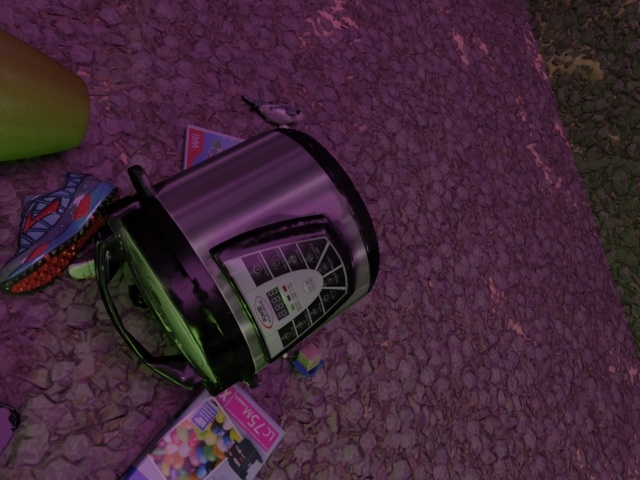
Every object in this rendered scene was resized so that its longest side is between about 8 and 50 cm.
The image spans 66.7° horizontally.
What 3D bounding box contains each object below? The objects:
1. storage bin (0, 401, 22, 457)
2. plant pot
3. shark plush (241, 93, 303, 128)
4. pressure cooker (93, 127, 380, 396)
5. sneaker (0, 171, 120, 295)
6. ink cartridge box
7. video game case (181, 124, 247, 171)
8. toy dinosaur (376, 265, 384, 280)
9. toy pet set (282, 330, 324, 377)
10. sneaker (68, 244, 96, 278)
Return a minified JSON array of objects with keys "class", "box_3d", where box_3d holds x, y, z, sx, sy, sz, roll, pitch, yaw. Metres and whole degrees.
[{"class":"storage bin","box_3d":[-0.531,0.311,0.692,0.122,0.084,0.180,32,57,-19]},{"class":"plant pot","box_3d":[-0.557,-0.241,0.801,0.293,0.274,0.275,-1,72,-51]},{"class":"shark plush","box_3d":[-0.123,-0.329,1.243,0.161,0.073,0.067,8,46,-9]},{"class":"pressure cooker","box_3d":[-0.154,0.047,0.851,0.420,0.375,0.370,-31,70,-21]},{"class":"sneaker","box_3d":[-0.481,-0.020,0.861,0.125,0.104,0.262,30,53,0]},{"class":"ink cartridge box","box_3d":[-0.223,0.410,0.873,0.186,0.065,0.311,48,55,-8]},{"class":"video game case","box_3d":[-0.179,-0.142,1.132,0.285,0.025,0.204,10,67,-30]},{"class":"toy dinosaur","box_3d":[0.000,0.000,1.156,0.160,0.121,0.314,-29,86,-48]},{"class":"toy pet set","box_3d":[-0.043,0.238,1.070,0.122,0.065,0.114,-23,51,-40]},{"class":"sneaker","box_3d":[-0.403,0.017,0.914,0.065,0.061,0.158,49,45,11]}]
